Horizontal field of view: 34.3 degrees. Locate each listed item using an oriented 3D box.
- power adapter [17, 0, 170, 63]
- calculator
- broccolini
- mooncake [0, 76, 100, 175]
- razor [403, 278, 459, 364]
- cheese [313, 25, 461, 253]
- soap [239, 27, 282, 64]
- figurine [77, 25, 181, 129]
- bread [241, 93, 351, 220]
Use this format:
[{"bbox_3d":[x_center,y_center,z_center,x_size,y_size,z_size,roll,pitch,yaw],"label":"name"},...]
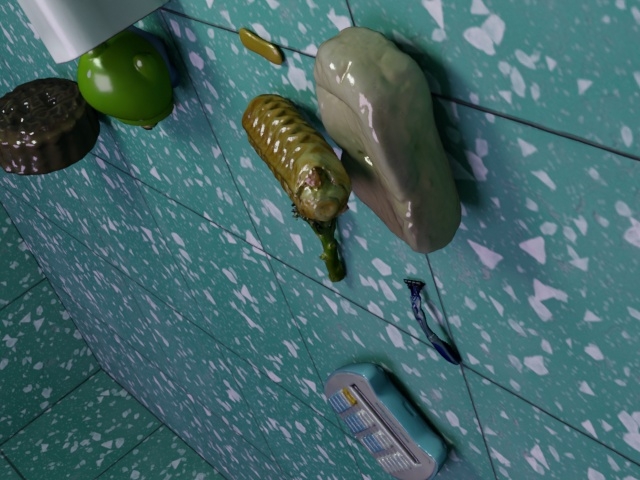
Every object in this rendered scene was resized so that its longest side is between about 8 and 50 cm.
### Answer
[{"bbox_3d":[-0.360,-0.407,1.488,0.124,0.187,0.255,9,132,58],"label":"power adapter"},{"bbox_3d":[0.109,0.334,1.883,0.256,0.054,0.386,50,159,5],"label":"calculator"},{"bbox_3d":[0.000,0.002,1.578,0.067,0.058,0.216,35,154,30],"label":"broccolini"},{"bbox_3d":[-0.567,-0.236,2.113,0.228,0.228,0.124,33,145,40],"label":"mooncake"},{"bbox_3d":[0.159,0.124,1.492,0.044,0.028,0.154,8,132,60],"label":"razor"},{"bbox_3d":[0.077,-0.117,1.184,0.159,0.093,0.263,37,156,52],"label":"cheese"},{"bbox_3d":[-0.081,-0.261,1.394,0.089,0.012,0.034,35,152,37],"label":"soap"},{"bbox_3d":[-0.311,-0.255,1.703,0.162,0.143,0.263,21,163,3],"label":"figurine"},{"bbox_3d":[-0.037,-0.114,1.310,0.084,0.077,0.367,62,177,-25],"label":"bread"}]
